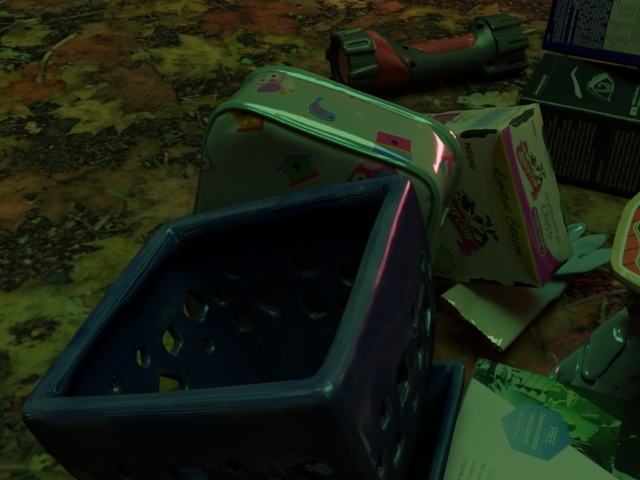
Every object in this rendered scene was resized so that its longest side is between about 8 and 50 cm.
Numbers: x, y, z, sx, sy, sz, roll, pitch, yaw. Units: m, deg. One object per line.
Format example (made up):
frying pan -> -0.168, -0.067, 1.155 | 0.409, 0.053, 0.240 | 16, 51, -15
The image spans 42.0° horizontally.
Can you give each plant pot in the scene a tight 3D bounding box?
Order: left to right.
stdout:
plant pot -> -0.026, 0.112, 0.612 | 0.235, 0.212, 0.236 | -11, 31, 27

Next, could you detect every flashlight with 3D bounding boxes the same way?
flashlight -> 0.163, -0.290, 1.268 | 0.304, 0.103, 0.103 | -15, 37, -17

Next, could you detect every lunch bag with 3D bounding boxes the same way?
lunch bag -> 0.000, 0.000, 0.745 | 0.224, 0.279, 0.108 | 19, 40, 6

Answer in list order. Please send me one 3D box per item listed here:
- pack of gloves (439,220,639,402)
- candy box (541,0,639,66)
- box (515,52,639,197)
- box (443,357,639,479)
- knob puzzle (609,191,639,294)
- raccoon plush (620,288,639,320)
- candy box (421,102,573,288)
pack of gloves -> 0.261, 0.080, 0.844 | 0.232, 0.046, 0.195 | -29, 60, -33
candy box -> 0.507, -0.277, 1.098 | 0.268, 0.122, 0.317 | -4, 21, -35
box -> 0.362, -0.150, 1.076 | 0.207, 0.108, 0.153 | 16, 39, 20
box -> 0.243, 0.224, 0.627 | 0.322, 0.059, 0.232 | 15, 40, 16
knob puzzle -> 0.322, -0.003, 0.652 | 0.213, 0.030, 0.213 | -6, 45, 6
raccoon plush -> 0.487, 0.070, 0.703 | 0.299, 0.216, 0.446 | -17, 41, -19
candy box -> 0.117, -0.043, 0.830 | 0.233, 0.159, 0.071 | 2, 29, 46
